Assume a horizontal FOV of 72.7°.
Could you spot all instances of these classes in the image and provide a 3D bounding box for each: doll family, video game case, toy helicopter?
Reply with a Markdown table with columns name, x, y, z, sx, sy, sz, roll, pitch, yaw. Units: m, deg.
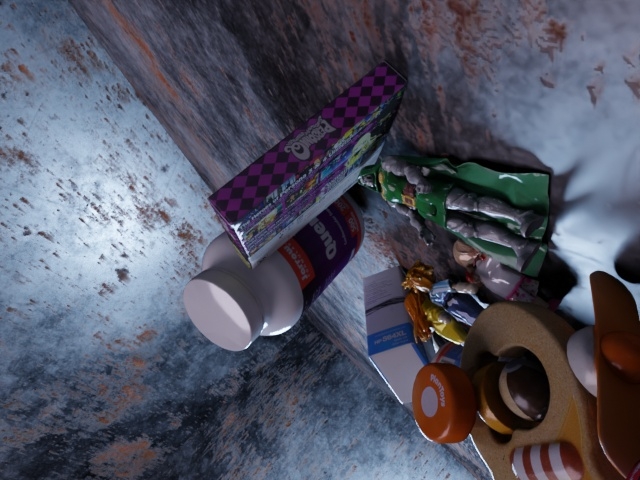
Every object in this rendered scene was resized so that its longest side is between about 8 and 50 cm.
| name | x | y | z | sx | sy | sz | roll | pitch | yaw |
| --- | --- | --- | --- | --- | --- | --- | --- | --- | --- |
| doll family | 0.190 | 0.096 | 0.600 | 0.163 | 0.118 | 0.263 | 40 | 163 | 20 |
| video game case | -0.014 | -0.071 | 0.513 | 0.042 | 0.232 | 0.210 | 47 | 168 | 9 |
| toy helicopter | 0.228 | 0.181 | 0.357 | 0.140 | 0.235 | 0.355 | 10 | -152 | -19 |

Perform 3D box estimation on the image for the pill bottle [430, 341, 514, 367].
| name | x | y | z | sx | sy | sz | roll | pitch | yaw |
| --- | --- | --- | --- | --- | --- | --- | --- | --- | --- |
| pill bottle | 0.286 | 0.238 | 0.662 | 0.221 | 0.124 | 0.124 | 8 | 141 | 49 |

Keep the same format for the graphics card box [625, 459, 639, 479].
| name | x | y | z | sx | sy | sz | roll | pitch | yaw |
| --- | --- | --- | --- | --- | --- | --- | --- | --- | --- |
| graphics card box | 0.262 | 0.082 | 0.089 | 0.233 | 0.094 | 0.371 | 39 | 141 | 35 |

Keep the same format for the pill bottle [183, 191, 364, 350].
| name | x | y | z | sx | sy | sz | roll | pitch | yaw |
| --- | --- | --- | --- | --- | --- | --- | --- | --- | --- |
| pill bottle | -0.067 | 0.030 | 0.725 | 0.181 | 0.323 | 0.181 | 17 | 126 | 24 |

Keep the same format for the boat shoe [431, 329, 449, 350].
| name | x | y | z | sx | sy | sz | roll | pitch | yaw |
| --- | --- | --- | --- | --- | --- | --- | --- | --- | --- |
| boat shoe | 0.294 | 0.215 | 0.804 | 0.206 | 0.075 | 0.065 | 42 | 124 | 45 |

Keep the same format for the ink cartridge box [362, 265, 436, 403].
| name | x | y | z | sx | sy | sz | roll | pitch | yaw |
| --- | --- | --- | --- | --- | --- | --- | --- | --- | --- |
| ink cartridge box | 0.150 | 0.169 | 0.812 | 0.148 | 0.086 | 0.203 | 55 | -158 | -30 |

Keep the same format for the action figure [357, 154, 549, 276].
| name | x | y | z | sx | sy | sz | roll | pitch | yaw |
| --- | --- | --- | --- | --- | --- | --- | --- | --- | --- |
| action figure | 0.132 | -0.045 | 0.494 | 0.232 | 0.063 | 0.137 | 30 | 147 | 41 |
